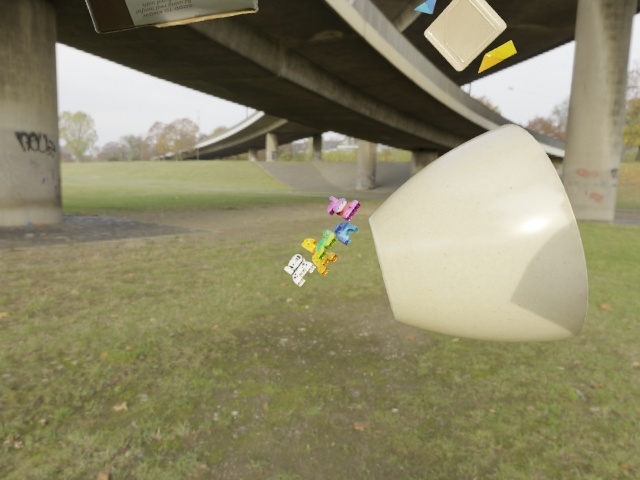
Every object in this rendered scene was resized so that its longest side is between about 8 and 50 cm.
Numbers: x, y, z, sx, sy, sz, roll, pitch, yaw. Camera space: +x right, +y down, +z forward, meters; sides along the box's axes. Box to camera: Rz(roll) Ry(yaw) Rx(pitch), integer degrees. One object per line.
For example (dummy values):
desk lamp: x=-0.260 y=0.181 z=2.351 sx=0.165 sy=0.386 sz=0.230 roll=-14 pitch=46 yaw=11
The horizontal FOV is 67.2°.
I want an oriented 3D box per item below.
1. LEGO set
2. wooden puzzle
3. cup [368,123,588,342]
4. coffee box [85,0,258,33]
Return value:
LEGO set: x=0.000 y=0.000 z=1.115 sx=0.093 sy=0.227 sz=0.087 roll=33 pitch=-7 yaw=33
wooden puzzle: x=0.174 y=-0.252 z=0.580 sx=0.079 sy=0.116 sz=0.014 roll=-34 pitch=6 yaw=31
cup: x=0.208 y=0.016 z=0.743 sx=0.237 sy=0.330 sz=0.331 roll=-15 pitch=5 yaw=6
coffee box: x=-0.086 y=-0.229 z=0.191 sx=0.098 sy=0.141 sz=0.246 roll=-17 pitch=-17 yaw=-16
